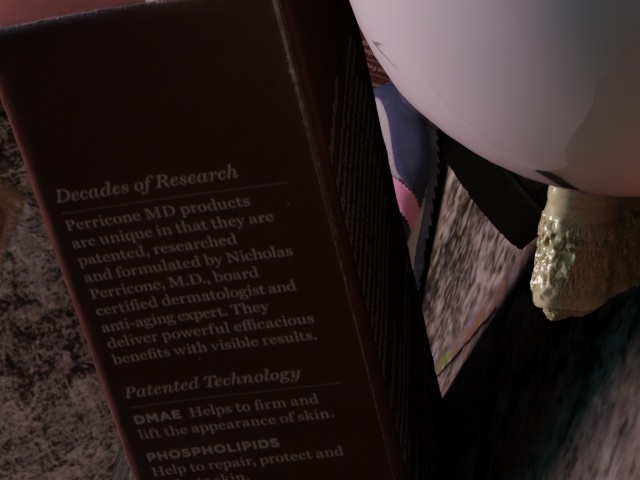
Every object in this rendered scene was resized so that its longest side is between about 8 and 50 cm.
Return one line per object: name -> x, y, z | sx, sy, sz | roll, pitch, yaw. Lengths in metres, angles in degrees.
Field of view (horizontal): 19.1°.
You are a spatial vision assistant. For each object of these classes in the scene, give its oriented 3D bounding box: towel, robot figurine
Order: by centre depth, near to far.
robot figurine -> 0.119, -0.140, 0.619 | 0.278, 0.209, 0.173 | -54, 3, -31
towel -> 0.122, -0.030, 0.750 | 0.148, 0.027, 0.110 | -16, -65, -62

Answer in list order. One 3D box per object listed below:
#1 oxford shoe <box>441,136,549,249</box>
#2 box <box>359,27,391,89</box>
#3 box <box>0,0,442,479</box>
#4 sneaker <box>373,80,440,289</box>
oxford shoe -> 0.120, -0.064, 0.946 | 0.096, 0.083, 0.227 | -39, 11, 13
box -> -0.034, -0.070, 1.514 | 0.168, 0.167, 0.203 | 146, 141, -75
box -> -0.035, 0.004, 0.939 | 0.191, 0.143, 0.381 | -84, -15, -55
sneaker -> 0.000, 0.000, 1.289 | 0.112, 0.131, 0.319 | 119, 167, -48
